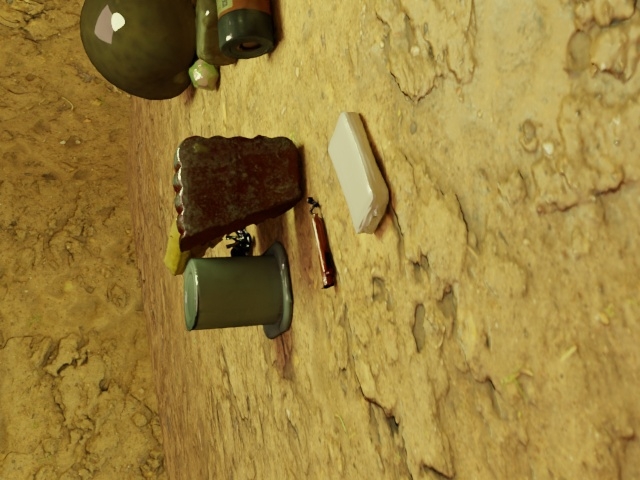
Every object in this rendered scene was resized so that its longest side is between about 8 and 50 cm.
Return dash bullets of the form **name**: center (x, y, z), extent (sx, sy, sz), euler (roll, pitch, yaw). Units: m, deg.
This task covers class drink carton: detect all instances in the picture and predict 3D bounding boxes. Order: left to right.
- **drink carton**: center (-0.171, 0.098, 1.468), extent (0.191, 0.190, 0.185), euler (143, 127, -64)

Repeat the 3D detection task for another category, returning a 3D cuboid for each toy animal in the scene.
- **toy animal**: center (-0.184, 0.023, 1.686), extent (0.108, 0.062, 0.220), euler (87, 169, -57)

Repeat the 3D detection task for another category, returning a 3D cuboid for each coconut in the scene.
- **coconut**: center (-0.307, -0.438, 1.924), extent (0.083, 0.081, 0.082), euler (-98, 31, -49)

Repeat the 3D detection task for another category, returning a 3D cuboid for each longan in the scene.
- **longan**: center (-0.522, -0.602, 2.134), extent (0.404, 0.336, 0.404), euler (36, 152, 23)

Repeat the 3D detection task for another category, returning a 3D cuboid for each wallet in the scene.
- **wallet**: center (0.054, -0.099, 1.063), extent (0.095, 0.033, 0.190), euler (110, 151, -47)

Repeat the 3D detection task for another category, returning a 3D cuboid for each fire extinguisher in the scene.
- **fire extinguisher**: center (-0.171, -0.559, 1.500), extent (0.200, 0.113, 0.376), euler (159, 108, -69)

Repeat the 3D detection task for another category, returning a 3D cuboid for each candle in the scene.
- **candle**: center (0.001, 0.000, 1.228), extent (0.026, 0.021, 0.167), euler (-43, 50, 51)

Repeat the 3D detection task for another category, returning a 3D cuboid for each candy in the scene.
- **candy**: center (-0.232, -0.491, 1.661), extent (0.234, 0.102, 0.104), euler (128, 136, -68)

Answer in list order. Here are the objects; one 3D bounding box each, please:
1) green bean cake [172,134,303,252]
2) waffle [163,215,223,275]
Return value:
- **green bean cake**: center (-0.150, -0.090, 1.323), extent (0.097, 0.233, 0.198), euler (158, 105, -72)
- **waffle**: center (-0.209, -0.051, 1.492), extent (0.055, 0.248, 0.221), euler (46, 150, 6)
